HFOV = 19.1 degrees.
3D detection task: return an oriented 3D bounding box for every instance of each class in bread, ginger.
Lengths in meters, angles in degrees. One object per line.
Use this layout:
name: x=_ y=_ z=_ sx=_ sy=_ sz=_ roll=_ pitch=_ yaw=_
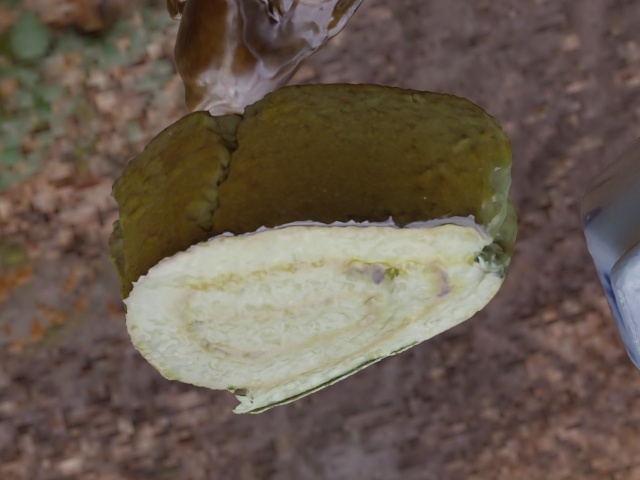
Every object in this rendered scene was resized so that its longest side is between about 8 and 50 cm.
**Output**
bread: x=0.000 y=0.000 z=1.176 sx=0.257 sy=0.124 sz=0.186 roll=-16 pitch=142 yaw=5
ginger: x=-0.001 y=-0.306 z=1.410 sx=0.176 sy=0.254 sz=0.418 roll=19 pitch=119 yaw=-19

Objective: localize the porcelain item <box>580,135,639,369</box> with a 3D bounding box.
porcelain item: x=0.372 y=0.012 z=1.950 sx=0.178 sy=0.243 sz=0.405 roll=-19 pitch=-166 yaw=11
